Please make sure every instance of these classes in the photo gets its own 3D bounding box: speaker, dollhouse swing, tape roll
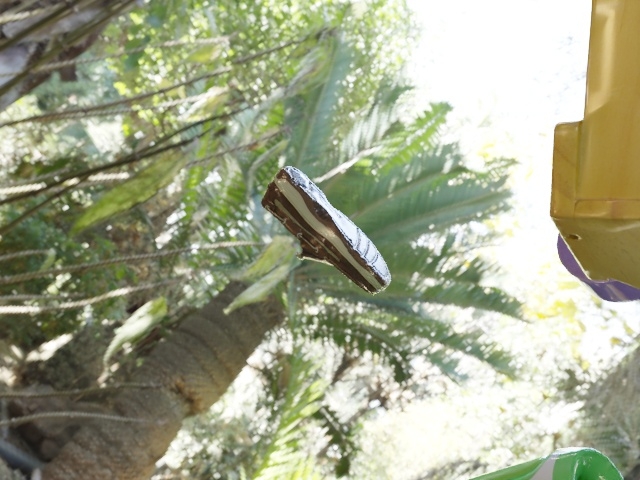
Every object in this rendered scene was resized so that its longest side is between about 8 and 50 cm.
[{"bbox_3d":[0.262,0.371,0.924,0.131,0.131,0.296,53,-44,4],"label":"speaker"},{"bbox_3d":[0.479,-0.125,0.781,0.347,0.305,0.315,2,-21,34],"label":"dollhouse swing"},{"bbox_3d":[0.505,0.005,1.148,0.080,0.189,0.189,37,-1,-36],"label":"tape roll"}]

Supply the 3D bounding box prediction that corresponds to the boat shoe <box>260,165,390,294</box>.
[{"bbox_3d":[0.003,-0.001,1.115,0.257,0.095,0.095,49,22,12],"label":"boat shoe"}]
